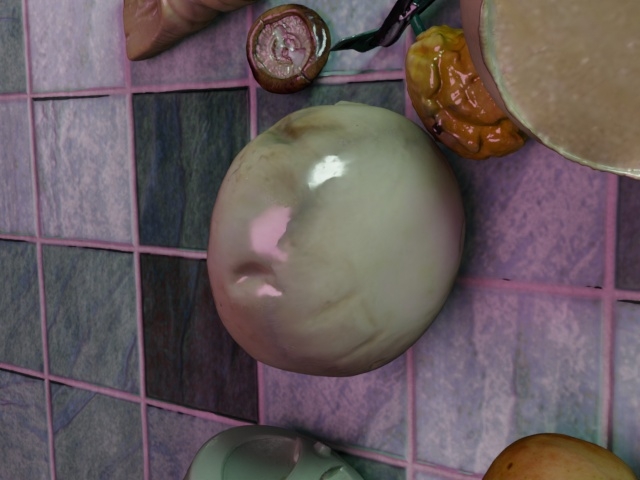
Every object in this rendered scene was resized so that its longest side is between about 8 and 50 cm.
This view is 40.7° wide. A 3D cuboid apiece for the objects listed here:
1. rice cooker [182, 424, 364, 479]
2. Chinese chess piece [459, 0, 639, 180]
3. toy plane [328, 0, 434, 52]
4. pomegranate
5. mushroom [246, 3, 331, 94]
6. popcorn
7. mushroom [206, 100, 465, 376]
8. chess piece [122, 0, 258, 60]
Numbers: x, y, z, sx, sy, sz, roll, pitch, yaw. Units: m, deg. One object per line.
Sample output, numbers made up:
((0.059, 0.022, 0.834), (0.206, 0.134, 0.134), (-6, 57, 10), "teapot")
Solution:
((-0.076, 0.401, 1.106), (0.288, 0.288, 0.277), (38, 119, 25), "rice cooker")
((0.292, -0.220, 0.752), (0.338, 0.140, 0.338), (3, 121, 5), "Chinese chess piece")
((0.157, -0.307, 0.921), (0.381, 0.155, 0.106), (-34, 77, 51), "toy plane")
((0.255, 0.300, 0.913), (0.191, 0.191, 0.191), (6, 100, 35), "pomegranate")
((-0.041, -0.249, 1.128), (0.123, 0.052, 0.123), (3, 96, 28), "mushroom")
((0.166, -0.160, 0.940), (0.167, 0.152, 0.148), (53, 163, -20), "popcorn")
((0.019, 0.021, 0.986), (0.315, 0.315, 0.356), (50, 157, 19), "mushroom")
((-0.192, -0.343, 1.196), (0.301, 0.137, 0.137), (-15, 88, 47), "chess piece")
